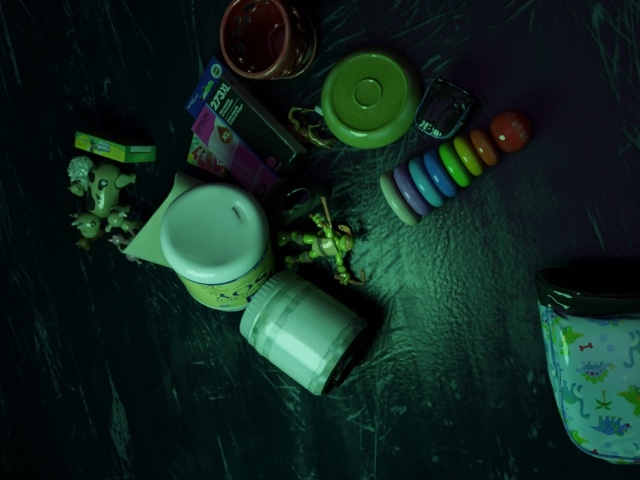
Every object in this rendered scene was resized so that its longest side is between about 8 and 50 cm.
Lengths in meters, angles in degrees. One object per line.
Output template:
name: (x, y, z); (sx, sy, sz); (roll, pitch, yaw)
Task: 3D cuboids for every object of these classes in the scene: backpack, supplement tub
backpack: (0.577, 0.249, 1.058); (0.290, 0.273, 0.356); (0, 112, 19)
backpack: (0.270, -0.281, 1.177); (0.105, 0.084, 0.114); (36, 108, 16)
supplement tub: (-0.236, 0.033, 1.317); (0.241, 0.331, 0.241); (0, 68, 0)

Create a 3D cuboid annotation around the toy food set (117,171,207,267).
toy food set: (-0.379, -0.040, 1.483); (0.306, 0.219, 0.092); (-44, 43, 25)

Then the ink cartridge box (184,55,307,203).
ink cartridge box: (-0.213, -0.285, 1.385); (0.371, 0.069, 0.176); (48, 120, 13)

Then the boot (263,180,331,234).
boot: (-0.102, -0.079, 1.354); (0.246, 0.161, 0.083); (-29, 86, 27)

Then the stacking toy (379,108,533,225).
stacking toy: (0.296, -0.170, 1.166); (0.330, 0.141, 0.141); (-33, 85, 23)

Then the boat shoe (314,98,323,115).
boat shoe: (0.048, -0.302, 1.304); (0.142, 0.049, 0.040); (34, 112, 19)

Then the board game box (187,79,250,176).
board game box: (-0.277, -0.315, 1.469); (0.124, 0.039, 0.259); (25, 107, 19)

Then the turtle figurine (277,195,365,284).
turtle figurine: (0.000, 0.000, 1.353); (0.217, 0.087, 0.269); (-5, 127, 33)

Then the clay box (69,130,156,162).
clay box: (-0.610, -0.280, 1.584); (0.222, 0.127, 0.053); (19, 107, 21)

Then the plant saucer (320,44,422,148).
plant saucer: (0.111, -0.334, 1.241); (0.241, 0.037, 0.241); (0, 90, 17)

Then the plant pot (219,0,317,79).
plant pot: (-0.115, -0.475, 1.277); (0.191, 0.174, 0.191); (6, 104, 24)

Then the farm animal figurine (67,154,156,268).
farm animal figurine: (-0.632, -0.085, 1.606); (0.330, 0.172, 0.327); (6, 102, 25)

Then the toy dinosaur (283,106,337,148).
toy dinosaur: (-0.062, -0.277, 1.353); (0.211, 0.064, 0.112); (15, 107, 23)

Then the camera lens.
camera lens: (-0.034, 0.230, 1.346); (0.274, 0.219, 0.219); (33, 112, 17)
